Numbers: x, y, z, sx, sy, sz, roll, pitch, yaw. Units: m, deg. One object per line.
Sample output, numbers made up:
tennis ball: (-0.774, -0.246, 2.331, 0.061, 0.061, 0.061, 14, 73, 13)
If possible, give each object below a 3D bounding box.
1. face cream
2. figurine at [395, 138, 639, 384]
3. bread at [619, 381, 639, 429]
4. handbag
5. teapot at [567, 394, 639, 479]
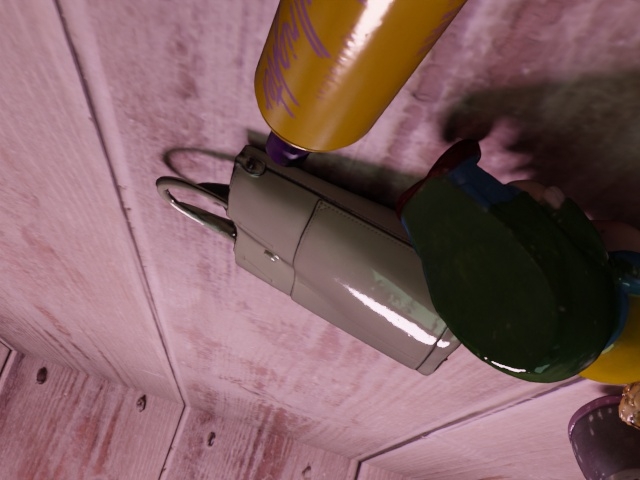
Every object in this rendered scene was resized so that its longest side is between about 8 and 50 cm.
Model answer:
face cream: (0.009, -0.100, 0.449, 0.078, 0.078, 0.273, 20, 161, -8)
figurine: (0.169, 0.019, 0.602, 0.234, 0.185, 0.127, -5, 137, -44)
bread: (0.379, 0.182, 0.926, 0.106, 0.053, 0.072, 26, 116, -26)
handbag: (0.000, 0.000, 0.774, 0.315, 0.109, 0.241, 29, 161, 7)
teapot: (0.381, 0.265, 1.007, 0.148, 0.146, 0.116, -9, 128, 12)
